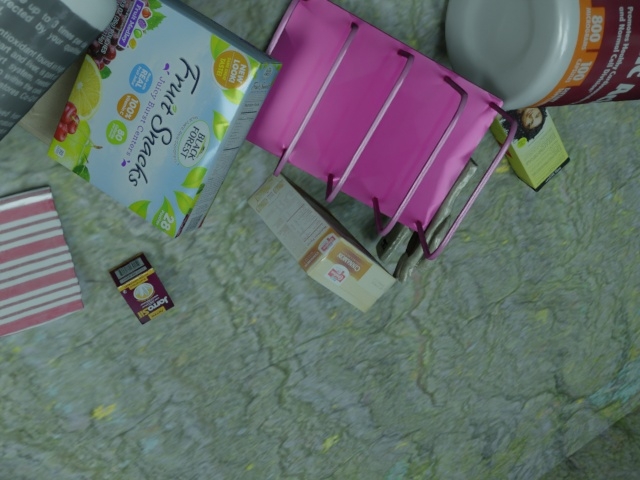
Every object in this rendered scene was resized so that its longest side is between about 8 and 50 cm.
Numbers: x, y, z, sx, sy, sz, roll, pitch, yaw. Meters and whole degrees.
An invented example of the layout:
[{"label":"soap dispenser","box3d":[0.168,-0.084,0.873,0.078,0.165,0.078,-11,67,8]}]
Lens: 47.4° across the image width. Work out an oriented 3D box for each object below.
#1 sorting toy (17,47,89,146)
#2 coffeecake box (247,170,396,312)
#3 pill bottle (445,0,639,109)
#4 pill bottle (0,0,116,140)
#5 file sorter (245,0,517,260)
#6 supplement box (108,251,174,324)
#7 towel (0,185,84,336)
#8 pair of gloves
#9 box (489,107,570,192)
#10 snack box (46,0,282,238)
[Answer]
[{"label":"sorting toy","box3d":[-0.246,-0.182,0.820,0.193,0.038,0.208,-46,141,4]},{"label":"coffeecake box","box3d":[0.000,0.000,1.020,0.068,0.185,0.142,-47,136,6]},{"label":"pill bottle","box3d":[0.394,-0.306,1.030,0.392,0.224,0.224,-10,128,-29]},{"label":"pill bottle","box3d":[-0.312,-0.206,0.628,0.361,0.204,0.204,-45,136,4]},{"label":"file sorter","box3d":[0.053,-0.135,0.859,0.291,0.182,0.202,28,108,-7]},{"label":"supplement box","box3d":[-0.245,0.067,1.003,0.055,0.043,0.083,-32,136,-12]},{"label":"towel","box3d":[-0.381,0.032,0.895,0.144,0.029,0.197,-19,129,-22]},{"label":"pair of gloves","box3d":[0.158,-0.038,1.079,0.042,0.240,0.204,27,97,-8]},{"label":"box","box3d":[0.338,-0.180,1.210,0.087,0.058,0.232,-45,137,3]},{"label":"snack box","box3d":[-0.164,-0.136,0.757,0.207,0.175,0.070,-60,172,21]}]
